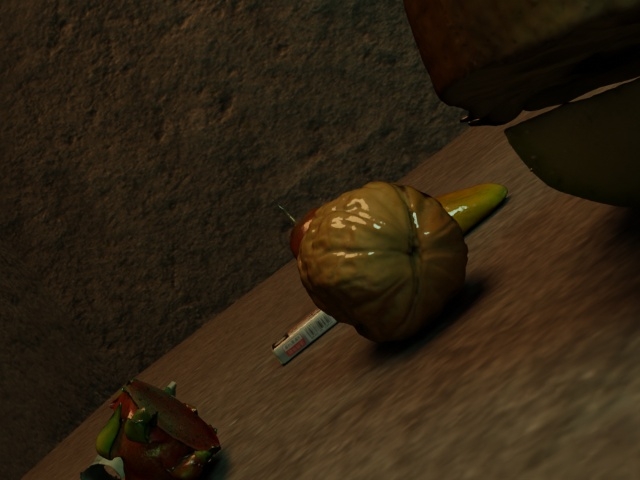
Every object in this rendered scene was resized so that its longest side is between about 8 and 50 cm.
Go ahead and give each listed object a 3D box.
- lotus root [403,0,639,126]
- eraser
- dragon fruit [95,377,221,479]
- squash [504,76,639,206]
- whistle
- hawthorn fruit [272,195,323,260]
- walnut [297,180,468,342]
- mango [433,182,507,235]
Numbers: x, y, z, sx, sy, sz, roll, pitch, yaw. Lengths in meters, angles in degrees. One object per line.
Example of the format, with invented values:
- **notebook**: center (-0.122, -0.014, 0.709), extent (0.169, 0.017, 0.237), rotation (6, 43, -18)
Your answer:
- **lotus root**: center (0.225, -0.166, 0.358), extent (0.375, 0.111, 0.390), rotation (-24, 2, -10)
- **eraser**: center (-0.015, 0.125, 0.931), extent (0.122, 0.029, 0.052), rotation (-38, 4, -6)
- **dragon fruit**: center (-0.159, 0.213, 0.671), extent (0.142, 0.138, 0.175), rotation (7, -64, -38)
- **squash**: center (0.261, -0.071, 0.477), extent (0.192, 0.085, 0.184), rotation (-16, -8, 43)
- **whistle**: center (-0.277, 0.300, 1.020), extent (0.062, 0.062, 0.312), rotation (-37, 4, 9)
- **hawthorn fruit**: center (0.011, 0.012, 1.082), extent (0.189, 0.149, 0.149), rotation (8, 22, 17)
- **walnut**: center (0.055, 0.022, 0.641), extent (0.155, 0.155, 0.184), rotation (-39, 4, -14)
- **mango**: center (0.164, -0.027, 0.884), extent (0.187, 0.066, 0.101), rotation (-28, 6, 13)
